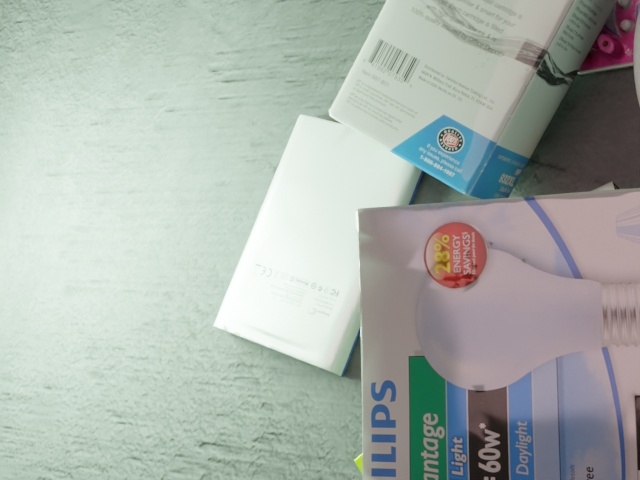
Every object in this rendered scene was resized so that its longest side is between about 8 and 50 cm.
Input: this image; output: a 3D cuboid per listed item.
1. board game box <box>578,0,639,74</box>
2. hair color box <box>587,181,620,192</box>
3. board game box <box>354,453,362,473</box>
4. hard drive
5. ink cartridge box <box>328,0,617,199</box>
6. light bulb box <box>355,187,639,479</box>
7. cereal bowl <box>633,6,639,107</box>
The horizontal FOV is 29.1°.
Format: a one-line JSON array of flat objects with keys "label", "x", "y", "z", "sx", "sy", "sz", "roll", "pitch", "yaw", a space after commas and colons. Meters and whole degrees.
[{"label": "board game box", "x": 0.461, "y": -0.419, "z": 1.454, "sx": 0.390, "sy": 0.050, "sz": 0.390, "roll": -6, "pitch": 84, "yaw": 30}, {"label": "hair color box", "x": 0.299, "y": -0.006, "z": 1.462, "sx": 0.141, "sy": 0.043, "sz": 0.072, "roll": -25, "pitch": 60, "yaw": 24}, {"label": "board game box", "x": 0.137, "y": 0.246, "z": 1.468, "sx": 0.181, "sy": 0.043, "sz": 0.092, "roll": -42, "pitch": 55, "yaw": 12}, {"label": "hard drive", "x": 0.000, "y": 0.000, "z": 1.651, "sx": 0.210, "sy": 0.040, "sz": 0.318, "roll": 17, "pitch": 82, "yaw": 36}, {"label": "ink cartridge box", "x": 0.188, "y": -0.231, "z": 1.497, "sx": 0.223, "sy": 0.129, "sz": 0.307, "roll": 33, "pitch": 101, "yaw": 29}, {"label": "light bulb box", "x": 0.241, "y": 0.136, "z": 1.271, "sx": 0.361, "sy": 0.225, "sz": 0.358, "roll": -4, "pitch": 83, "yaw": 25}, {"label": "cereal bowl", "x": 0.498, "y": -0.188, "z": 1.292, "sx": 0.339, "sy": 0.141, "sz": 0.339, "roll": 31, "pitch": 127, "yaw": 54}]
